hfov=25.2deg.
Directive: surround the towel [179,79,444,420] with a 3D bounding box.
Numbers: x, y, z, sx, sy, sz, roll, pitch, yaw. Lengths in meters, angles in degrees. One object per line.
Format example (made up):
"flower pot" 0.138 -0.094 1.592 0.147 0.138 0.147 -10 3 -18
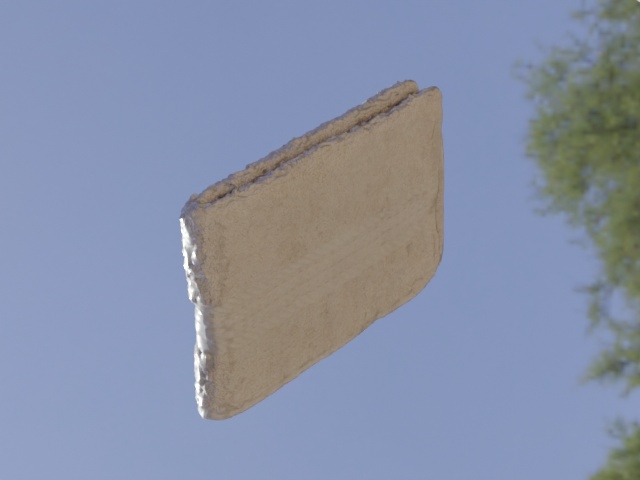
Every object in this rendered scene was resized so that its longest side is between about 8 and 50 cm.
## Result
"towel" 0.000 0.000 1.117 0.282 0.049 0.187 -30 -51 -40
